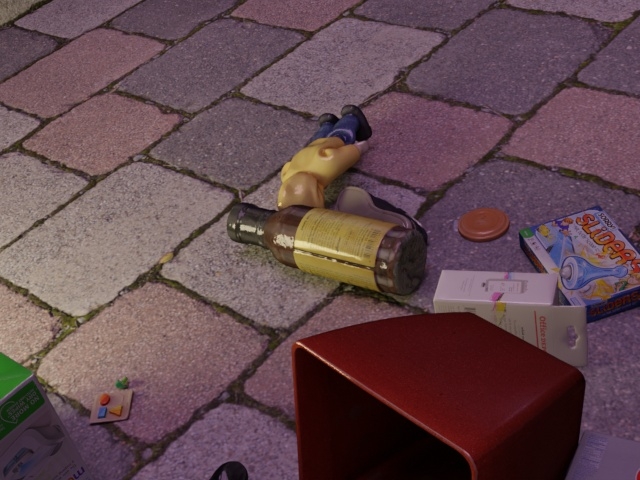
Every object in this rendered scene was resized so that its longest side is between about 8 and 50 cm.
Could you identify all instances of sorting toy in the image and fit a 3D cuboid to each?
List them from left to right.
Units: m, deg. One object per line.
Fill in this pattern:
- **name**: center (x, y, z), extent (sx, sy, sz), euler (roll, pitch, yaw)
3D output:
- **sorting toy**: center (-0.307, 0.233, 1.393), extent (0.062, 0.012, 0.083), euler (-11, 37, 6)

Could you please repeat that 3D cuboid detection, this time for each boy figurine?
- **boy figurine**: center (0.006, -0.133, 1.690), extent (0.177, 0.092, 0.285), euler (-17, 32, 34)

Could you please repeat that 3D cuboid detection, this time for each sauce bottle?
- **sauce bottle**: center (0.000, 0.000, 1.510), extent (0.344, 0.111, 0.111), euler (15, 46, 33)

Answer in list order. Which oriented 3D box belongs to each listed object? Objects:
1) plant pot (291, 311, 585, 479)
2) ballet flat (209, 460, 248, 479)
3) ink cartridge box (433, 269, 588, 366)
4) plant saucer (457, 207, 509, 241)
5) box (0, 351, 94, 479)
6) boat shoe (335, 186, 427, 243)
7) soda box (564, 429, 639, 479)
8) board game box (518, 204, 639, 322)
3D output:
- **plant pot**: center (0.146, 0.229, 1.058), extent (0.236, 0.267, 0.267), euler (-23, 35, -34)
- **ballet flat**: center (-0.139, 0.350, 1.168), extent (0.057, 0.049, 0.173), euler (29, 54, 9)
- **ink cartridge box**: center (0.261, 0.105, 1.277), extent (0.198, 0.115, 0.067), euler (2, 39, 20)
- **plant saucer**: center (0.265, -0.028, 1.537), extent (0.084, 0.013, 0.083), euler (-9, 36, 7)
- **box**: center (-0.446, 0.244, 1.245), extent (0.262, 0.231, 0.127), euler (20, 48, 37)
- **boat shoe**: center (0.100, -0.033, 1.581), extent (0.065, 0.075, 0.206), euler (15, 11, -38)
- **soda box**: center (0.407, 0.293, 0.993), extent (0.286, 0.098, 0.091), euler (9, 44, 29)
- **board game box**: center (0.395, 0.033, 1.393), extent (0.136, 0.035, 0.201), euler (-18, 36, -4)
